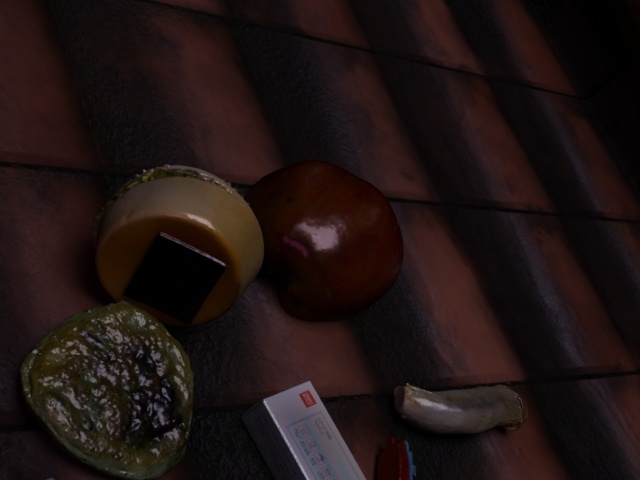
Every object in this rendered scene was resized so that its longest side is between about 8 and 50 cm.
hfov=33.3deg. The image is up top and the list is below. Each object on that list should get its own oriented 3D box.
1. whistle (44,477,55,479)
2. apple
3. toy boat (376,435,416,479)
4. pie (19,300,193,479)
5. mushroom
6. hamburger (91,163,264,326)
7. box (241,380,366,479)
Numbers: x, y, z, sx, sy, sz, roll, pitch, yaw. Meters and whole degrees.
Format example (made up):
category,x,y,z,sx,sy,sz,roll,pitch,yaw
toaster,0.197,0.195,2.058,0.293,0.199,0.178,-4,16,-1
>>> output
category,x,y,z,sx,sy,sz,roll,pitch,yaw
whistle,-0.349,0.460,1.504,0.180,0.093,0.269,-21,70,-25
apple,0.000,0.000,2.230,0.328,0.295,0.365,16,30,21
toy boat,0.146,0.451,2.014,0.059,0.069,0.173,43,29,-28
pie,-0.326,0.245,1.736,0.323,0.070,0.323,26,43,-28
mushroom,0.297,0.351,2.236,0.351,0.095,0.123,10,31,-40
hamburger,-0.245,0.004,1.843,0.300,0.300,0.176,35,32,-16
box,-0.018,0.393,1.895,0.135,0.079,0.269,-16,69,-49
